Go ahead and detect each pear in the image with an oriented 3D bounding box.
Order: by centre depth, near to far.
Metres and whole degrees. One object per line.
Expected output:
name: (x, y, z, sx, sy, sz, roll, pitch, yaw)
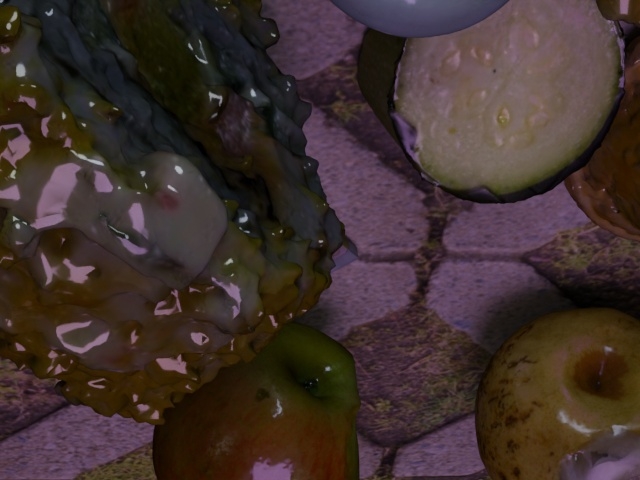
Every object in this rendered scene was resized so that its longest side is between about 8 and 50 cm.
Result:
pear: (0.293, 0.205, 1.298, 0.271, 0.271, 0.271, -3, 137, -3)

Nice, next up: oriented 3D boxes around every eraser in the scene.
eraser: (0.000, 0.000, 1.204, 0.038, 0.019, 0.083, -31, 132, 23)

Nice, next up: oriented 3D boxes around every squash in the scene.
squash: (0.148, -0.151, 1.021, 0.220, 0.133, 0.220, -6, 122, -9)

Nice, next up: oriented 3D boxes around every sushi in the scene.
sushi: (-0.167, -0.070, 0.865, 0.240, 0.351, 0.396, -30, 130, 23)

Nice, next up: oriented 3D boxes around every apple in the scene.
apple: (-0.048, 0.204, 1.256, 0.246, 0.246, 0.226, 18, 117, -24)

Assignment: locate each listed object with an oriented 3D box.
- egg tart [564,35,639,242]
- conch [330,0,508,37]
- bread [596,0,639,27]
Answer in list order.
egg tart: (0.378, -0.080, 1.086, 0.319, 0.128, 0.319, -2, 137, -1)
conch: (0.085, -0.250, 0.864, 0.221, 0.121, 0.185, -31, 112, -5)
bread: (0.327, -0.268, 0.827, 0.196, 0.238, 0.252, 40, 135, 2)
